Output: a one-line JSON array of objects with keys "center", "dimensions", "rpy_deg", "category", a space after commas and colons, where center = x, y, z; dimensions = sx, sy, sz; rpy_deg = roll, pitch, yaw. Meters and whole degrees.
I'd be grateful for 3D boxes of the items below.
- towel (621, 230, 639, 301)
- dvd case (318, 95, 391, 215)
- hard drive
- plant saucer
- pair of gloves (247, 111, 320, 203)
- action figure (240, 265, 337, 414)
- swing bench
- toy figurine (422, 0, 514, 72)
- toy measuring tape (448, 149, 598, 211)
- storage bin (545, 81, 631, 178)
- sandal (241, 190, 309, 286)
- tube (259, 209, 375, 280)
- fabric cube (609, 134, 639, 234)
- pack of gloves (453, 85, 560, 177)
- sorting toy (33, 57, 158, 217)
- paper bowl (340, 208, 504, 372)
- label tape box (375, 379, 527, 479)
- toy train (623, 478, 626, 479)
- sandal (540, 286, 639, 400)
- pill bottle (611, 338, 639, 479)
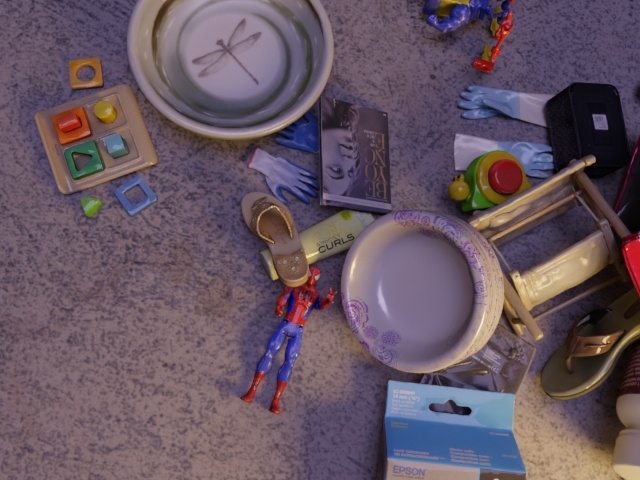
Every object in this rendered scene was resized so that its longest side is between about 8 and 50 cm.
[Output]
[{"center": [0.661, 0.051, 1.074], "dimensions": [0.275, 0.031, 0.198], "rpy_deg": [-17, 92, 10], "category": "towel"}, {"center": [0.069, -0.166, 1.282], "dimensions": [0.165, 0.018, 0.221], "rpy_deg": [7, 76, -31], "category": "dvd case"}, {"center": [0.278, 0.271, 1.224], "dimensions": [0.172, 0.054, 0.254], "rpy_deg": [32, 77, 2], "category": "hard drive"}, {"center": [-0.176, -0.377, 1.295], "dimensions": [0.401, 0.100, 0.400], "rpy_deg": [1, 78, -5], "category": "plant saucer"}, {"center": [-0.050, -0.170, 1.303], "dimensions": [0.159, 0.023, 0.198], "rpy_deg": [29, 76, 1], "category": "pair of gloves"}, {"center": [-0.053, 0.169, 1.174], "dimensions": [0.092, 0.139, 0.280], "rpy_deg": [22, 74, -2], "category": "action figure"}, {"center": [0.433, 0.015, 1.215], "dimensions": [0.253, 0.165, 0.254], "rpy_deg": [-27, 82, 2], "category": "swing bench"}, {"center": [0.310, -0.554, 1.349], "dimensions": [0.217, 0.191, 0.362], "rpy_deg": [18, 75, 3], "category": "toy figurine"}, {"center": [0.406, -0.128, 1.303], "dimensions": [0.330, 0.121, 0.121], "rpy_deg": [-7, 78, -16], "category": "toy measuring tape"}, {"center": [0.553, -0.226, 1.339], "dimensions": [0.122, 0.084, 0.180], "rpy_deg": [-1, 78, -16], "category": "storage bin"}, {"center": [-0.082, -0.030, 1.193], "dimensions": [0.088, 0.079, 0.240], "rpy_deg": [-20, 56, -14], "category": "sandal"}, {"center": [0.000, 0.000, 1.255], "dimensions": [0.240, 0.062, 0.070], "rpy_deg": [-24, 115, -16], "category": "tube"}, {"center": [0.731, -0.096, 1.195], "dimensions": [0.258, 0.254, 0.259], "rpy_deg": [17, 96, 9], "category": "fabric cube"}, {"center": [0.399, -0.234, 1.354], "dimensions": [0.232, 0.046, 0.195], "rpy_deg": [5, 76, -5], "category": "pack of gloves"}, {"center": [-0.439, -0.205, 1.256], "dimensions": [0.196, 0.047, 0.347], "rpy_deg": [-21, 80, -10], "category": "sorting toy"}, {"center": [0.189, 0.087, 1.168], "dimensions": [0.284, 0.148, 0.284], "rpy_deg": [0, 91, 34], "category": "paper bowl"}, {"center": [0.219, 0.429, 1.119], "dimensions": [0.241, 0.106, 0.333], "rpy_deg": [6, 88, 0], "category": "label tape box"}, {"center": [0.635, 0.447, 1.229], "dimensions": [0.125, 0.046, 0.166], "rpy_deg": [14, 76, -3], "category": "toy train"}, {"center": [0.516, 0.168, 1.200], "dimensions": [0.086, 0.120, 0.302], "rpy_deg": [35, 104, -21], "category": "sandal"}, {"center": [0.671, 0.255, 1.166], "dimensions": [0.224, 0.224, 0.392], "rpy_deg": [26, 70, 0], "category": "pill bottle"}]
